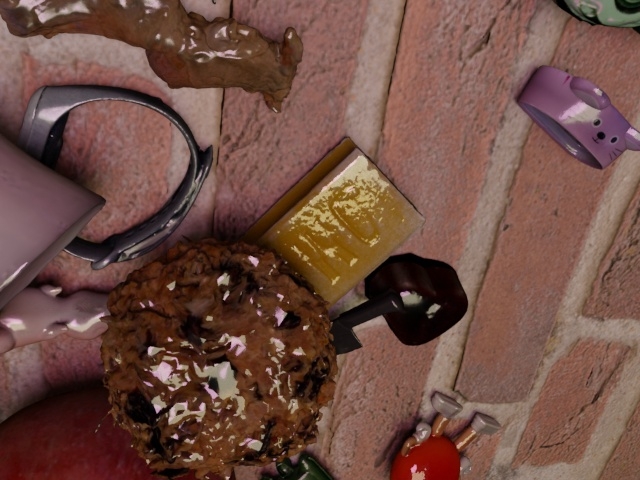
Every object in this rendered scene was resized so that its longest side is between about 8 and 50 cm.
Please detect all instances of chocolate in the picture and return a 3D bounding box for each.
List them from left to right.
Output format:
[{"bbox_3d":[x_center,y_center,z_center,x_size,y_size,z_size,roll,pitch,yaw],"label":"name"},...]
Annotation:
[{"bbox_3d":[0.129,0.092,0.778,0.149,0.080,0.125,15,112,-21],"label":"chocolate"}]

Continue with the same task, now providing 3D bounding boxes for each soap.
[{"bbox_3d":[0.000,0.000,0.703,0.232,0.073,0.140,-42,114,11],"label":"soap"}]

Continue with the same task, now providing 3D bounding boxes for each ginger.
[{"bbox_3d":[-0.160,-0.209,0.559,0.290,0.084,0.122,14,156,-16],"label":"ginger"}]

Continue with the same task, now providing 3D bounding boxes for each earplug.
[{"bbox_3d":[-0.363,-0.077,0.481,0.172,0.172,0.301,-43,105,10],"label":"earplug"}]

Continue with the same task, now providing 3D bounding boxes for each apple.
[{"bbox_3d":[-0.275,0.330,0.714,0.345,0.269,0.344,-4,104,-18],"label":"apple"}]

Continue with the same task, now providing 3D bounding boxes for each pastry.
[{"bbox_3d":[-0.109,0.126,0.616,0.275,0.193,0.274,1,86,-22],"label":"pastry"}]

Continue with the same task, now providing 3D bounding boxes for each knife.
[{"bbox_3d":[0.020,0.132,0.767,0.231,0.028,0.060,-28,104,28],"label":"knife"}]

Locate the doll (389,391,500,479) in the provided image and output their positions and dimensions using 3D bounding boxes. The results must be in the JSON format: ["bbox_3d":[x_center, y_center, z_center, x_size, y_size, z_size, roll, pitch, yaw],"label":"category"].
[{"bbox_3d":[0.193,0.372,0.942,0.183,0.085,0.217,31,89,-27],"label":"doll"}]

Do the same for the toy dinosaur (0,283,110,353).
[{"bbox_3d":[-0.353,0.075,0.655,0.194,0.152,0.177,-22,159,9],"label":"toy dinosaur"}]

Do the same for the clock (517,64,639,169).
[{"bbox_3d":[0.318,-0.143,0.681,0.153,0.110,0.050,32,103,-25],"label":"clock"}]

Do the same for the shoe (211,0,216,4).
[{"bbox_3d":[-0.102,-0.281,0.539,0.169,0.071,0.099,-11,125,-8],"label":"shoe"}]

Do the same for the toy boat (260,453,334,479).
[{"bbox_3d":[-0.017,0.432,0.939,0.104,0.052,0.210,-33,121,2],"label":"toy boat"}]

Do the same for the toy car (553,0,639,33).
[{"bbox_3d":[0.383,-0.286,0.614,0.306,0.136,0.125,-11,140,-6],"label":"toy car"}]

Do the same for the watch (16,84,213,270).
[{"bbox_3d":[-0.233,-0.066,0.620,0.193,0.068,0.206,19,109,-21],"label":"watch"}]
